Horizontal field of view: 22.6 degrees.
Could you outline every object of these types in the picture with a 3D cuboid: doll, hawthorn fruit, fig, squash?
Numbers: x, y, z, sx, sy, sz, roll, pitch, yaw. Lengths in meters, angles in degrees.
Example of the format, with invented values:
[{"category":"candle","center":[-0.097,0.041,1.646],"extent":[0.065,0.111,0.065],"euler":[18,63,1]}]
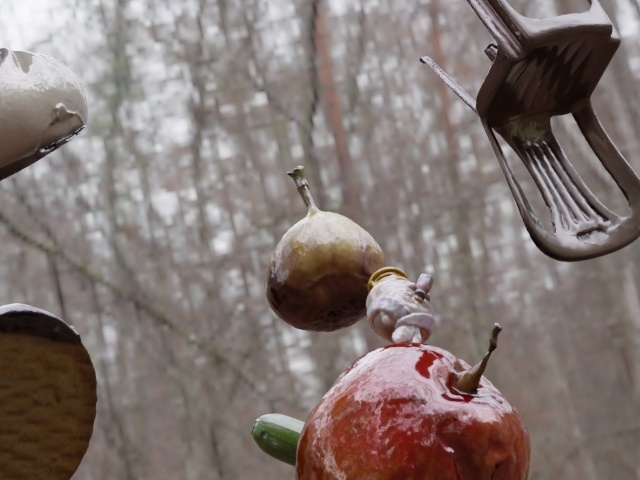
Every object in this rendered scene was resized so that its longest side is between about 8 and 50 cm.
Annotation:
[{"category":"doll","center":[0.092,0.071,1.707],"extent":[0.073,0.127,0.084],"euler":[38,-75,-27]},{"category":"hawthorn fruit","center":[0.111,0.196,1.600],"extent":[0.272,0.242,0.242],"euler":[-60,-28,10]},{"category":"fig","center":[0.002,0.003,2.075],"extent":[0.160,0.231,0.143],"euler":[-6,-8,-4]},{"category":"squash","center":[-0.001,0.320,2.417],"extent":[0.219,0.068,0.077],"euler":[23,-16,-13]}]

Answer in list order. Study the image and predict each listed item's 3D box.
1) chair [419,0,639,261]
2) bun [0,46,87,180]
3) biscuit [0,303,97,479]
[{"category":"chair","center":[0.254,-0.160,1.773],"extent":[0.175,0.326,0.183],"euler":[-14,-35,-29]},{"category":"bun","center":[-0.326,-0.132,1.613],"extent":[0.172,0.120,0.173],"euler":[-26,12,6]},{"category":"biscuit","center":[-0.424,0.239,2.125],"extent":[0.040,0.318,0.318],"euler":[15,8,40]}]
